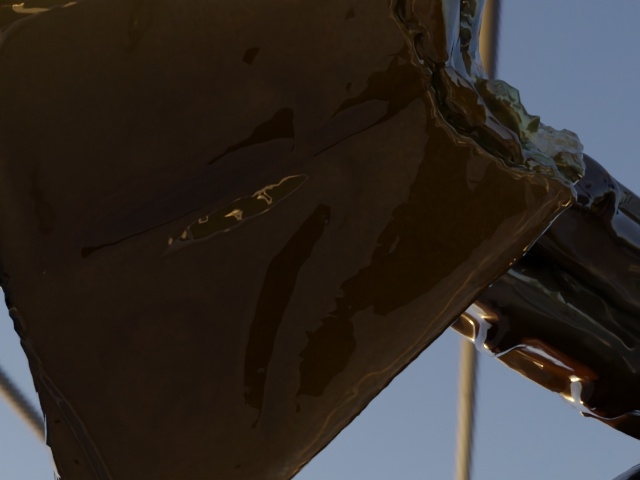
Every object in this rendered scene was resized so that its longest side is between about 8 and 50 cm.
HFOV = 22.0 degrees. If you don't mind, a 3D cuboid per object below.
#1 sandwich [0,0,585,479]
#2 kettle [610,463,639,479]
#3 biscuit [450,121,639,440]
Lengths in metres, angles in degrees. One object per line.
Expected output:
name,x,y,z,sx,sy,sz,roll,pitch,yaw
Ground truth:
sandwich,0.000,0.000,0.602,0.198,0.155,0.227,-9,-81,11
kettle,0.135,0.200,0.720,0.268,0.290,0.207,-6,-66,16
biscuit,0.075,-0.018,0.840,0.332,0.332,0.103,32,-85,-30
